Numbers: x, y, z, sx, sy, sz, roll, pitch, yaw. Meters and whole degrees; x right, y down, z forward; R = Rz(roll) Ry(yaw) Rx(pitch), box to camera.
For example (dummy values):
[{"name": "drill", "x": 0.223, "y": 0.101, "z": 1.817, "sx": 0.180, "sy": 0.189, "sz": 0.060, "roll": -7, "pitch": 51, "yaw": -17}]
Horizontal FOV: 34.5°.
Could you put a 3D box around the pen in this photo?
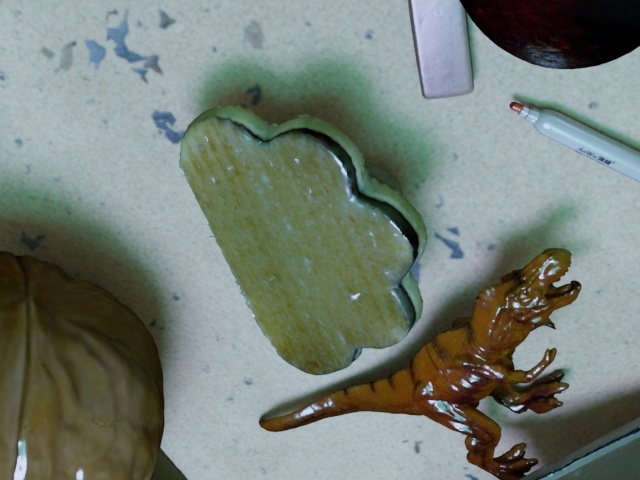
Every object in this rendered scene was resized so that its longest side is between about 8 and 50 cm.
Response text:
[{"name": "pen", "x": 0.262, "y": -0.072, "z": 0.904, "sx": 0.218, "sy": 0.026, "sz": 0.026, "roll": 25, "pitch": 124, "yaw": -7}]

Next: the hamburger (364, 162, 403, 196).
[{"name": "hamburger", "x": 0.015, "y": -0.035, "z": 0.959, "sx": 0.121, "sy": 0.054, "sz": 0.084, "roll": -12, "pitch": 123, "yaw": 26}]

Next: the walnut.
[{"name": "walnut", "x": -0.338, "y": 0.184, "z": 1.018, "sx": 0.354, "sy": 0.308, "sz": 0.398, "roll": 6, "pitch": 133, "yaw": -36}]

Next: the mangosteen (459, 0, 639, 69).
[{"name": "mangosteen", "x": 0.167, "y": -0.236, "z": 0.708, "sx": 0.216, "sy": 0.216, "sz": 0.216, "roll": 5, "pitch": 124, "yaw": 7}]

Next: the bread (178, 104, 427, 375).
[{"name": "bread", "x": 0.000, "y": 0.000, "z": 0.922, "sx": 0.207, "sy": 0.056, "sz": 0.286, "roll": -4, "pitch": 123, "yaw": 29}]

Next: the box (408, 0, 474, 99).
[{"name": "box", "x": 0.101, "y": -0.175, "z": 0.864, "sx": 0.048, "sy": 0.025, "sz": 0.115, "roll": -8, "pitch": 122, "yaw": 9}]

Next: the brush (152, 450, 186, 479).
[{"name": "brush", "x": -0.214, "y": 0.326, "z": 1.238, "sx": 0.123, "sy": 0.059, "sz": 0.197, "roll": -23, "pitch": 117, "yaw": 21}]

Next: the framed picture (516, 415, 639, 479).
[{"name": "framed picture", "x": 0.367, "y": 0.269, "z": 1.058, "sx": 0.335, "sy": 0.022, "sz": 0.247, "roll": -30, "pitch": 116, "yaw": 6}]

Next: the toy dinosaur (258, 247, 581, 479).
[{"name": "toy dinosaur", "x": 0.133, "y": 0.164, "z": 1.044, "sx": 0.208, "sy": 0.097, "sz": 0.432, "roll": 34, "pitch": 128, "yaw": -18}]
